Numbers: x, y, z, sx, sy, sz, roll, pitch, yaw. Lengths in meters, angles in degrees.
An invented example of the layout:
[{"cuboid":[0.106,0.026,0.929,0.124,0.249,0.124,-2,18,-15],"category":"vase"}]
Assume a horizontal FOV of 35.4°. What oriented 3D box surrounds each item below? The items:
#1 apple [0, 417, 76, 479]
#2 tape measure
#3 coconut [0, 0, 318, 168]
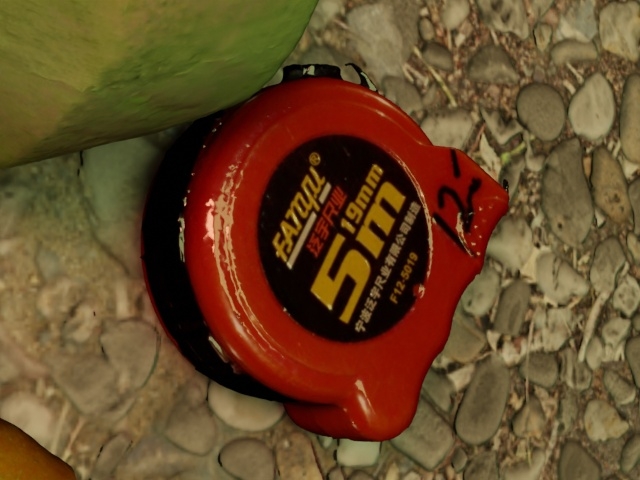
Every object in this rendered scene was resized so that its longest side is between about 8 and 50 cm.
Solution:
[{"cuboid":[-0.195,0.172,0.552,0.163,0.146,0.147,26,67,-30],"category":"apple"},{"cuboid":[0.000,0.001,0.730,0.260,0.114,0.253,37,66,-24],"category":"tape measure"},{"cuboid":[-0.151,-0.194,0.523,0.328,0.281,0.328,23,58,-44],"category":"coconut"}]
